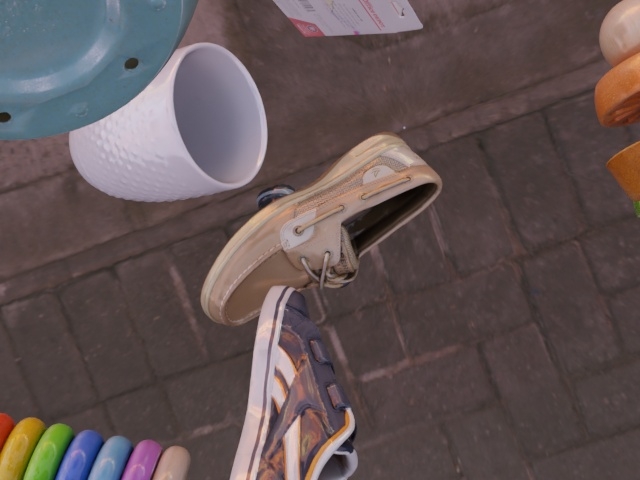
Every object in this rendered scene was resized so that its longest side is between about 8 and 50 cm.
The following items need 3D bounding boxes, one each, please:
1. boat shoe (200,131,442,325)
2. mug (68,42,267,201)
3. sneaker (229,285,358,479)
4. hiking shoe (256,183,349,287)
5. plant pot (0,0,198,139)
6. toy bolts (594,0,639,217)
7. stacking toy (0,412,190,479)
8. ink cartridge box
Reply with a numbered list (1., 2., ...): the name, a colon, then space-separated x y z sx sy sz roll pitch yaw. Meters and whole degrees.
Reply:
1. boat shoe: 0.000 0.000 1.136 0.341 0.122 0.110 -40 55 -4
2. mug: -0.287 -0.205 1.780 0.328 0.374 0.276 -9 82 33
3. sneaker: -0.019 0.192 0.994 0.127 0.321 0.126 2 141 7
4. hiking shoe: -0.036 0.026 1.804 0.113 0.132 0.304 -21 134 27
5. plant pot: -0.200 -0.205 0.556 0.293 0.293 0.235 -30 56 8
6. toy bolts: 0.276 -0.130 0.586 0.228 0.218 0.159 -24 78 29
7. stacking toy: -0.328 0.268 1.060 0.330 0.141 0.141 18 98 -2
8. ink cartridge box: 0.044 -0.351 1.284 0.198 0.115 0.067 5 73 28
